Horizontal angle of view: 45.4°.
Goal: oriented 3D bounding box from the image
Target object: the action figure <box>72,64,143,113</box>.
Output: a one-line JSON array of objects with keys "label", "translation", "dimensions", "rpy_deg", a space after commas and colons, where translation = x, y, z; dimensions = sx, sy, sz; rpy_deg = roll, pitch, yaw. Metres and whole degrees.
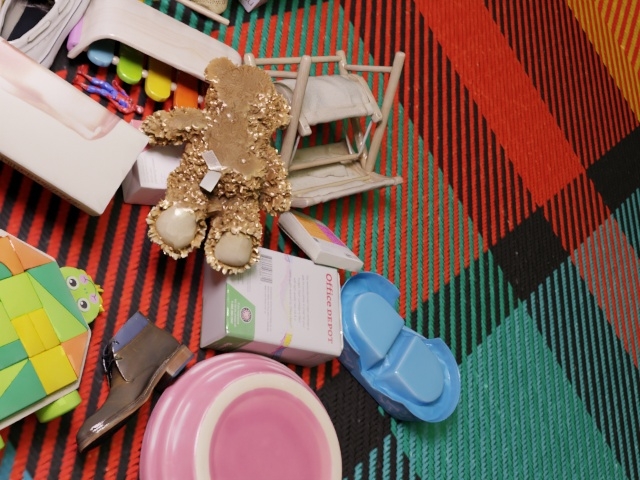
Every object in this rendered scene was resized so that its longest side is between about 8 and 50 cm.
[{"label": "action figure", "translation": [-0.331, -0.233, 1.210], "dimensions": [0.115, 0.030, 0.038], "rpy_deg": [31, 47, -26]}]

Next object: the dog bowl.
[{"label": "dog bowl", "translation": [0.119, 0.193, 1.332], "dimensions": [0.297, 0.074, 0.166], "rpy_deg": [48, 47, -9]}]

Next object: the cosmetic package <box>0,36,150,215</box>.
[{"label": "cosmetic package", "translation": [-0.395, -0.165, 1.016], "dimensions": [0.296, 0.153, 0.129], "rpy_deg": [35, 78, -23]}]

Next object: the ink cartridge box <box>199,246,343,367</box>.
[{"label": "ink cartridge box", "translation": [-0.075, 0.104, 1.205], "dimensions": [0.212, 0.093, 0.154], "rpy_deg": [15, 60, -32]}]

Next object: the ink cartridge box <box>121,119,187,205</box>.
[{"label": "ink cartridge box", "translation": [-0.214, -0.116, 1.218], "dimensions": [0.198, 0.067, 0.115], "rpy_deg": [3, 67, -39]}]

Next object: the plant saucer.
[{"label": "plant saucer", "translation": [-0.089, 0.318, 1.083], "dimensions": [0.332, 0.084, 0.332], "rpy_deg": [18, 61, -35]}]

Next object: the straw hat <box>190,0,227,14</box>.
[{"label": "straw hat", "translation": [-0.202, -0.442, 1.392], "dimensions": [0.144, 0.144, 0.061], "rpy_deg": [-17, 122, -43]}]

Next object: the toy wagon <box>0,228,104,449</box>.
[{"label": "toy wagon", "translation": [-0.379, 0.096, 0.918], "dimensions": [0.344, 0.068, 0.267], "rpy_deg": [-26, 90, -58]}]

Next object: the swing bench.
[{"label": "swing bench", "translation": [0.010, -0.205, 1.364], "dimensions": [0.253, 0.165, 0.255], "rpy_deg": [-15, 112, -44]}]

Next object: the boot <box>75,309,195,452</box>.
[{"label": "boot", "translation": [-0.272, 0.184, 1.024], "dimensions": [0.106, 0.082, 0.219], "rpy_deg": [45, 37, 1]}]

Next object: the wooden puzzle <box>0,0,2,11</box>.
[{"label": "wooden puzzle", "translation": [-0.560, -0.341, 1.065], "dimensions": [0.220, 0.044, 0.239], "rpy_deg": [14, 61, -34]}]

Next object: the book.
[{"label": "book", "translation": [0.000, 0.000, 1.302], "dimensions": [0.096, 0.035, 0.144], "rpy_deg": [16, 20, -37]}]

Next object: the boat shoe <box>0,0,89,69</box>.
[{"label": "boat shoe", "translation": [-0.419, -0.362, 1.144], "dimensions": [0.096, 0.088, 0.268], "rpy_deg": [14, 60, 3]}]

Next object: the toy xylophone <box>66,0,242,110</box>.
[{"label": "toy xylophone", "translation": [-0.250, -0.319, 1.277], "dimensions": [0.322, 0.081, 0.236], "rpy_deg": [28, 41, -24]}]

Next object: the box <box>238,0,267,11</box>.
[{"label": "box", "translation": [-0.049, -0.594, 1.479], "dimensions": [0.127, 0.231, 0.262], "rpy_deg": [50, 47, -7]}]

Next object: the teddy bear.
[{"label": "teddy bear", "translation": [-0.151, -0.108, 1.155], "dimensions": [0.245, 0.113, 0.338], "rpy_deg": [1, 68, -19]}]
